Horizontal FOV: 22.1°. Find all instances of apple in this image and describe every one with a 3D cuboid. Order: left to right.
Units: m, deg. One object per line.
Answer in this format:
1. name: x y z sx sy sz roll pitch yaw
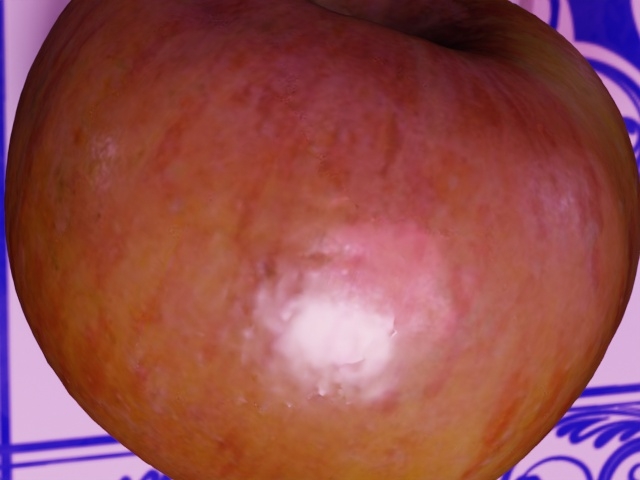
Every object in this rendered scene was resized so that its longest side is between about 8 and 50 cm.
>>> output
1. apple: 0.000 0.000 1.018 0.400 0.400 0.333 5 116 -20
